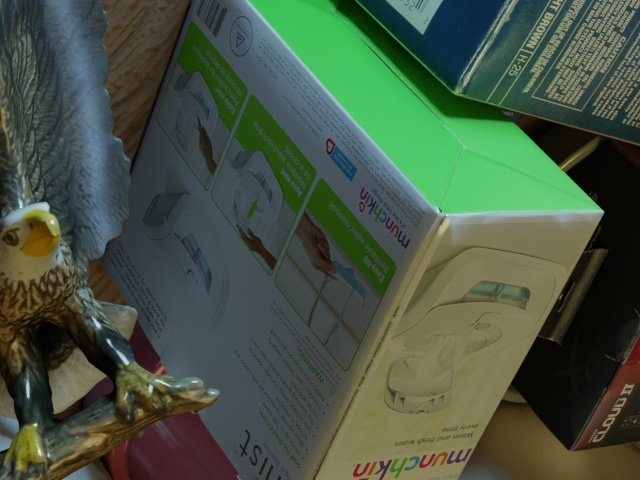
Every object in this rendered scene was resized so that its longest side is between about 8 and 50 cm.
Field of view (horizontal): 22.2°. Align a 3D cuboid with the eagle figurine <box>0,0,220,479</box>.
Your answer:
[{"bbox_3d":[-0.182,-0.013,0.874,0.225,0.298,0.226,-30,180,34],"label":"eagle figurine"}]

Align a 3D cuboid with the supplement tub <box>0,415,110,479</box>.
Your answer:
[{"bbox_3d":[-0.268,0.274,1.033,0.325,0.235,0.235,-41,141,2],"label":"supplement tub"}]

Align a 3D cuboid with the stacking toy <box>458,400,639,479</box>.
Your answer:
[{"bbox_3d":[0.117,0.396,1.380,0.350,0.350,0.480,11,125,-43],"label":"stacking toy"}]

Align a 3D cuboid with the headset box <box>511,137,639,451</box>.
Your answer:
[{"bbox_3d":[0.285,0.038,1.245,0.293,0.110,0.218,-3,128,-36],"label":"headset box"}]

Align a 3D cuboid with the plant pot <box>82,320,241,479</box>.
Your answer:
[{"bbox_3d":[-0.038,0.147,1.132,0.201,0.180,0.201,-22,138,-21],"label":"plant pot"}]

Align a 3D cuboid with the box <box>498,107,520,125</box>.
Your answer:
[{"bbox_3d":[0.069,-0.032,1.112,0.136,0.036,0.225,4,99,-40],"label":"box"}]

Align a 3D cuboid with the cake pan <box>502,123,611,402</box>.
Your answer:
[{"bbox_3d":[0.220,0.003,1.292,0.293,0.054,0.293,-21,137,-20],"label":"cake pan"}]

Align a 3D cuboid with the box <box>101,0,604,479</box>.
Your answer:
[{"bbox_3d":[0.000,0.000,0.959,0.127,0.262,0.231,-2,127,-37],"label":"box"}]

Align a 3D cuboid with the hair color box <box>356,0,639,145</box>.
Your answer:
[{"bbox_3d":[0.178,-0.145,1.026,0.347,0.174,0.105,10,120,-43],"label":"hair color box"}]
